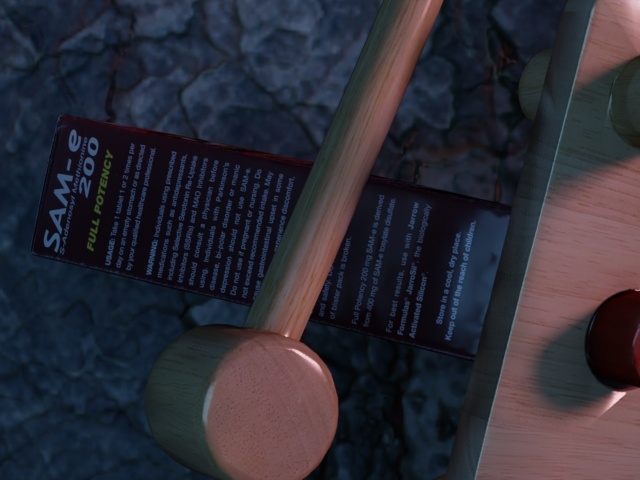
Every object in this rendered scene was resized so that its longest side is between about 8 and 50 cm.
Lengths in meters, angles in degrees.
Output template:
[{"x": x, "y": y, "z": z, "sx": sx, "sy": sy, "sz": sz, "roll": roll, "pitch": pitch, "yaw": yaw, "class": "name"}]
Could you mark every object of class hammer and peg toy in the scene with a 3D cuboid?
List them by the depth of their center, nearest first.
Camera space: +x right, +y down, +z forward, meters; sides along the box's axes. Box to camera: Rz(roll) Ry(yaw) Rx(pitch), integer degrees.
[{"x": 0.133, "y": 0.033, "z": 0.680, "sx": 0.361, "sy": 0.127, "sz": 0.266, "roll": 14, "pitch": 92, "yaw": -25, "class": "hammer and peg toy"}]

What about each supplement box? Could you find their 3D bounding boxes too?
[{"x": 0.000, "y": 0.000, "z": 0.829, "sx": 0.239, "sy": 0.130, "sz": 0.073, "roll": 12, "pitch": 92, "yaw": 19, "class": "supplement box"}]
